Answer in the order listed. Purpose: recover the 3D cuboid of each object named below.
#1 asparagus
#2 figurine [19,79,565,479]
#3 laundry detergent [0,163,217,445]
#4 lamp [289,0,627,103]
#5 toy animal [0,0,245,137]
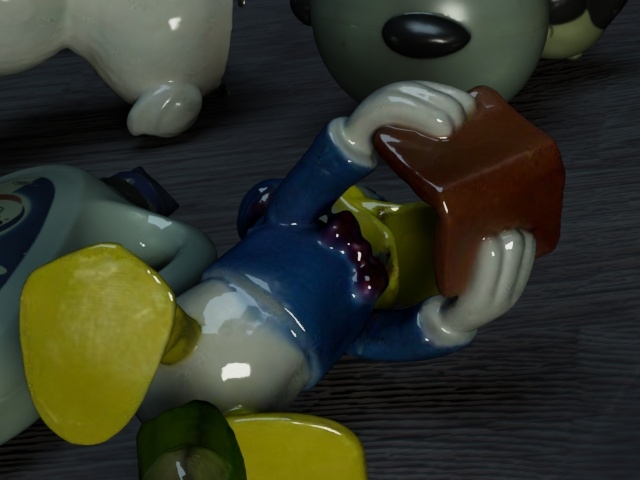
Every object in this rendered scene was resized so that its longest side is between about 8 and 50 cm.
[{"bbox_3d":[-0.055,0.184,0.849,0.080,0.080,0.287,-10,31,4],"label":"asparagus"},{"bbox_3d":[0.000,0.000,1.108,0.283,0.204,0.338,-38,9,10],"label":"figurine"},{"bbox_3d":[-0.179,0.027,1.239,0.215,0.105,0.280,9,29,40],"label":"laundry detergent"},{"bbox_3d":[0.110,-0.182,1.488,0.244,0.197,0.198,-15,22,-30],"label":"lamp"},{"bbox_3d":[-0.222,-0.187,1.596,0.310,0.247,0.183,-1,4,-13],"label":"toy animal"}]
